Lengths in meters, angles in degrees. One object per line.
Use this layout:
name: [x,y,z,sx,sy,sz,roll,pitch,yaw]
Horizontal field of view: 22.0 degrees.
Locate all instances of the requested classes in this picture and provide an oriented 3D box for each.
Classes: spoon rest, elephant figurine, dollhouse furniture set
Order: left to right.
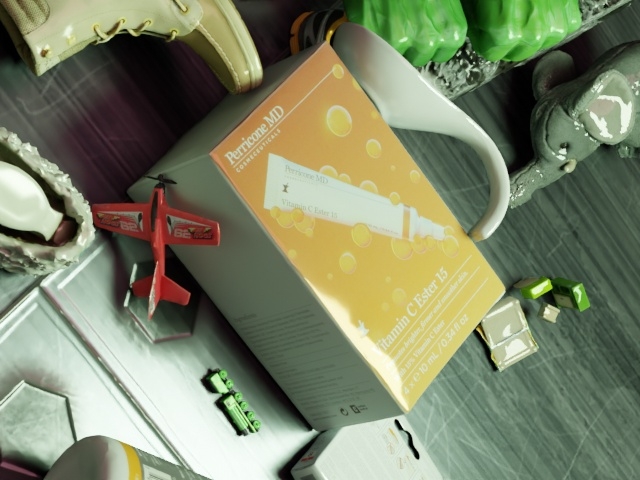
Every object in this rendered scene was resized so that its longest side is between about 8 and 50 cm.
spoon rest: [0.111,-0.128,1.777,0.084,0.137,0.276,-40,95,-14]
dollhouse furniture set: [0.251,0.092,2.014,0.151,0.058,0.076,-28,104,-19]
elephant figurine: [0.333,-0.161,2.050,0.239,0.169,0.186,-7,72,-32]

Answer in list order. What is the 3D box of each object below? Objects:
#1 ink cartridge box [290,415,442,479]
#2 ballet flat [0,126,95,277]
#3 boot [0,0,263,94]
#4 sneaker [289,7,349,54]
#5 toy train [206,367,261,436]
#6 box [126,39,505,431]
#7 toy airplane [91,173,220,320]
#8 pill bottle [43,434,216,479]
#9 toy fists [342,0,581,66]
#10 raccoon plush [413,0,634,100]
ink cartridge box: [0.054,0.262,1.826,0.145,0.045,0.179,58,35,-10]
ballet flat: [-0.367,-0.100,1.509,0.409,0.147,0.147,35,60,-26]
boot: [-0.201,-0.216,1.667,0.203,0.095,0.262,-39,97,-17]
sneaker: [0.022,-0.164,1.866,0.084,0.083,0.215,-10,86,-39]
toy train: [-0.092,0.173,1.740,0.023,0.017,0.083,-38,103,-27]
box: [0.000,0.000,1.755,0.345,0.168,0.215,52,54,-14]
toy airplane: [-0.163,0.006,1.669,0.028,0.151,0.151,-22,92,-64]
pill bottle: [-0.133,0.306,1.586,0.278,0.162,0.162,28,63,-30]
toy fists: [0.159,-0.265,1.848,0.279,0.096,0.142,-5,67,-20]
raccoon plush: [0.211,-0.368,1.994,0.446,0.216,0.299,-29,89,-38]
